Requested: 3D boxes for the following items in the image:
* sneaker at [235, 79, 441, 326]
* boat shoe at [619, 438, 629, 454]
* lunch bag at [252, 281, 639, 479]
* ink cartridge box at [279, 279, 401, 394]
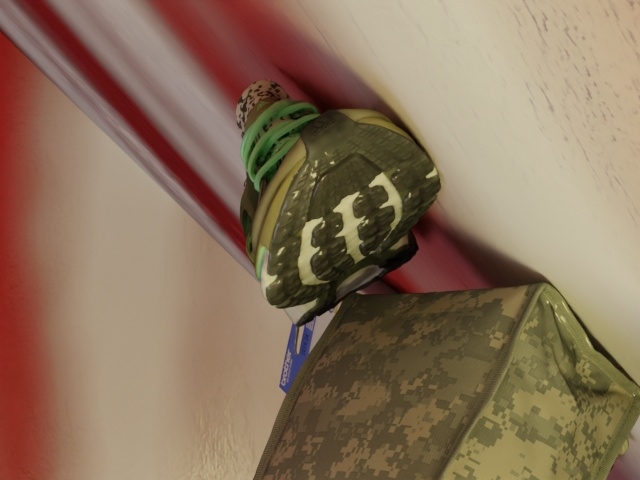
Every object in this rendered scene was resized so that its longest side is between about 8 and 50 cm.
[{"bbox_3d":[-0.022,-0.049,1.287,0.182,0.158,0.410,55,172,9],"label":"sneaker"},{"bbox_3d":[0.215,0.146,1.408,0.153,0.048,0.056,49,172,-36],"label":"boat shoe"},{"bbox_3d":[0.073,0.186,1.229,0.235,0.287,0.169,-6,134,51],"label":"lunch bag"},{"bbox_3d":[0.063,0.152,1.841,0.065,0.185,0.311,-1,-159,-34],"label":"ink cartridge box"}]
